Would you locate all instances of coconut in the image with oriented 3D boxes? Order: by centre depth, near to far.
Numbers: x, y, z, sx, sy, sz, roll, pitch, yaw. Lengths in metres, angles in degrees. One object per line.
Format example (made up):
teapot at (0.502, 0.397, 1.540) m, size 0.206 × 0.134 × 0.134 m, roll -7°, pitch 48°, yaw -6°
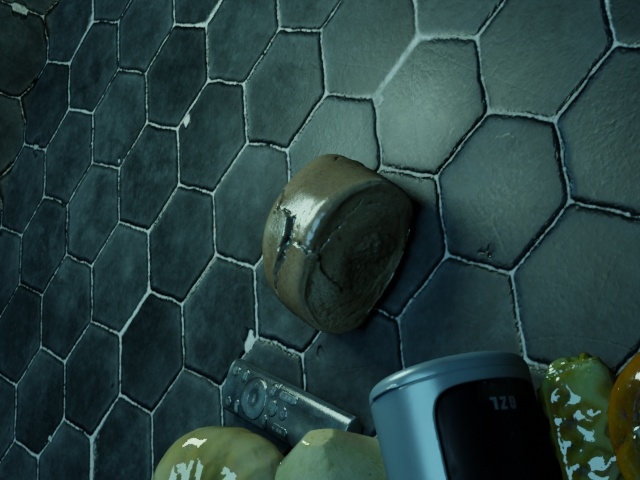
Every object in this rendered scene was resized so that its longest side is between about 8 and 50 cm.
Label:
coconut at (0.030, 0.407, 1.781) m, size 0.197 × 0.237 × 0.236 m, roll -6°, pitch 72°, yaw 26°

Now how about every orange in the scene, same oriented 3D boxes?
orange at (0.449, 0.228, 1.384) m, size 0.224 × 0.170 × 0.224 m, roll -12°, pitch 76°, yaw 56°

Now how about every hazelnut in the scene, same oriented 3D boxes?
hazelnut at (-0.173, 0.453, 1.999) m, size 0.261 × 0.261 × 0.241 m, roll -15°, pitch 36°, yaw 47°

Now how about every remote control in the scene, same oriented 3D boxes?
remote control at (-0.063, 0.318, 2.079) m, size 0.378 × 0.044 × 0.107 m, roll 18°, pitch 89°, yaw 51°

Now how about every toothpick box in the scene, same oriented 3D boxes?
toothpick box at (0.210, 0.359, 1.583) m, size 0.263 × 0.263 × 0.354 m, roll -32°, pitch 61°, yaw 40°

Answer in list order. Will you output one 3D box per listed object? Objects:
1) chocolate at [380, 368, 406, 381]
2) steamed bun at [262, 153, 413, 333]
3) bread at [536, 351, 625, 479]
chocolate at (0.164, 0.348, 1.756) m, size 0.110 × 0.110 × 0.291 m, roll -30°, pitch 59°, yaw 41°
steamed bun at (0.000, 0.000, 1.984) m, size 0.251 × 0.199 × 0.301 m, roll 35°, pitch 106°, yaw 50°
bread at (0.363, 0.272, 1.556) m, size 0.128 × 0.088 × 0.231 m, roll -33°, pitch 59°, yaw 49°
